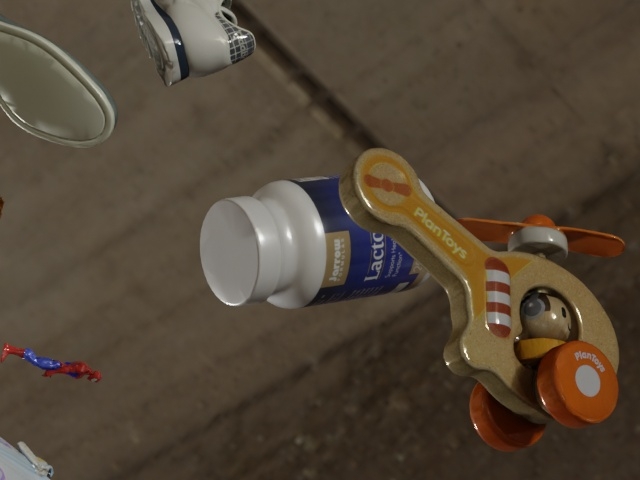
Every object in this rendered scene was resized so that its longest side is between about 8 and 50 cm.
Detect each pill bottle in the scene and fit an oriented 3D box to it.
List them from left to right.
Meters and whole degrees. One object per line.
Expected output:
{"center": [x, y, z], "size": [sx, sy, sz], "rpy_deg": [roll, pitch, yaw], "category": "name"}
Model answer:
{"center": [0.000, 0.000, 1.973], "size": [0.265, 0.153, 0.153], "rpy_deg": [-8, -3, -36], "category": "pill bottle"}

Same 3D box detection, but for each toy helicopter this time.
{"center": [0.167, 0.027, 1.668], "size": [0.140, 0.355, 0.235], "rpy_deg": [-31, 21, 53], "category": "toy helicopter"}

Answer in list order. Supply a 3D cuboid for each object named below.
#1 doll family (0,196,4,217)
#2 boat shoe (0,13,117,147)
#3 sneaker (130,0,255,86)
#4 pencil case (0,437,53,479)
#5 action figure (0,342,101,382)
{"center": [-0.421, -0.008, 1.758], "size": [0.118, 0.163, 0.263], "rpy_deg": [-128, 47, -57], "category": "doll family"}
{"center": [-0.362, -0.219, 2.018], "size": [0.099, 0.319, 0.116], "rpy_deg": [-31, -33, -59], "category": "boat shoe"}
{"center": [-0.138, -0.235, 1.673], "size": [0.095, 0.090, 0.235], "rpy_deg": [-18, 43, -9], "category": "sneaker"}
{"center": [-0.376, 0.211, 1.648], "size": [0.124, 0.273, 0.113], "rpy_deg": [-12, 55, 21], "category": "pencil case"}
{"center": [-0.306, 0.143, 1.897], "size": [0.038, 0.115, 0.030], "rpy_deg": [-179, 101, -82], "category": "action figure"}
